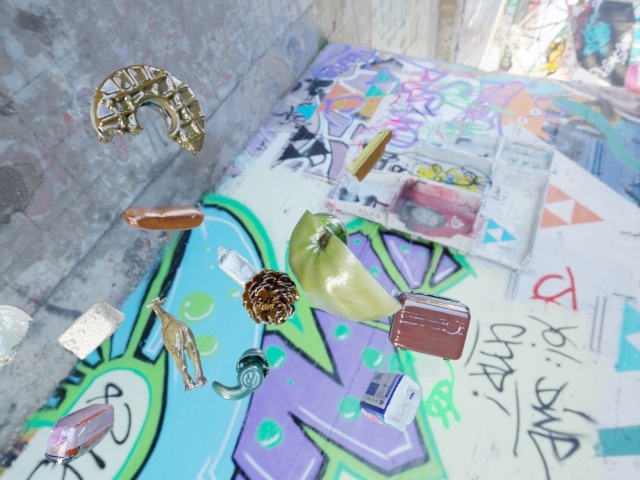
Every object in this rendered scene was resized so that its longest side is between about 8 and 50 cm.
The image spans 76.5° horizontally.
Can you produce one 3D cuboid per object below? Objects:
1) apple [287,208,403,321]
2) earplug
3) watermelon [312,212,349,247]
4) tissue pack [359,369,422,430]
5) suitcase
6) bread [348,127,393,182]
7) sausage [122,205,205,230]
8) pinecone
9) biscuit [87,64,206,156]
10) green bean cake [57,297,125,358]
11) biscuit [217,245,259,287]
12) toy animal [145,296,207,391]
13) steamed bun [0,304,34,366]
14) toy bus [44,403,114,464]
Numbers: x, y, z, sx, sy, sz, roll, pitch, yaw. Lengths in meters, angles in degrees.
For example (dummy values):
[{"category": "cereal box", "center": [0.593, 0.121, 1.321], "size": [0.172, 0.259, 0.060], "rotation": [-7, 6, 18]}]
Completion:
[{"category": "apple", "center": [0.062, 0.067, 1.171], "size": [0.360, 0.320, 0.311], "rotation": [42, 49, -52]}, {"category": "earplug", "center": [-0.370, 0.652, 2.006], "size": [0.257, 0.164, 0.280], "rotation": [-33, -166, 12]}, {"category": "watermelon", "center": [0.004, -0.002, 1.764], "size": [0.242, 0.243, 0.242], "rotation": [-55, 155, -40]}, {"category": "tissue pack", "center": [0.296, 0.671, 1.720], "size": [0.209, 0.137, 0.270], "rotation": [-59, -173, -22]}, {"category": "suitcase", "center": [0.432, 0.334, 1.625], "size": [0.161, 0.297, 0.236], "rotation": [-43, 144, -78]}, {"category": "bread", "center": [0.205, -0.342, 1.621], "size": [0.226, 0.049, 0.088], "rotation": [-49, 147, -1]}, {"category": "sausage", "center": [-0.601, -0.086, 1.587], "size": [0.348, 0.097, 0.093], "rotation": [-9, 122, -54]}, {"category": "pinecone", "center": [-0.134, 0.160, 1.111], "size": [0.173, 0.174, 0.173], "rotation": [-55, 155, -40]}, {"category": "biscuit", "center": [-0.552, -0.428, 1.332], "size": [0.366, 0.115, 0.268], "rotation": [4, 85, -43]}, {"category": "green bean cake", "center": [-0.739, 0.284, 1.313], "size": [0.179, 0.109, 0.085], "rotation": [-40, -163, 7]}, {"category": "biscuit", "center": [-0.267, 0.097, 1.350], "size": [0.079, 0.186, 0.309], "rotation": [-46, -168, -11]}, {"category": "toy animal", "center": [-0.299, 0.195, 0.830], "size": [0.054, 0.275, 0.149], "rotation": [-23, 144, -29]}, {"category": "steamed bun", "center": [-0.968, 0.294, 1.216], "size": [0.170, 0.226, 0.199], "rotation": [-13, 89, -67]}, {"category": "toy bus", "center": [-0.993, 0.790, 1.691], "size": [0.303, 0.128, 0.147], "rotation": [42, 53, -83]}]
